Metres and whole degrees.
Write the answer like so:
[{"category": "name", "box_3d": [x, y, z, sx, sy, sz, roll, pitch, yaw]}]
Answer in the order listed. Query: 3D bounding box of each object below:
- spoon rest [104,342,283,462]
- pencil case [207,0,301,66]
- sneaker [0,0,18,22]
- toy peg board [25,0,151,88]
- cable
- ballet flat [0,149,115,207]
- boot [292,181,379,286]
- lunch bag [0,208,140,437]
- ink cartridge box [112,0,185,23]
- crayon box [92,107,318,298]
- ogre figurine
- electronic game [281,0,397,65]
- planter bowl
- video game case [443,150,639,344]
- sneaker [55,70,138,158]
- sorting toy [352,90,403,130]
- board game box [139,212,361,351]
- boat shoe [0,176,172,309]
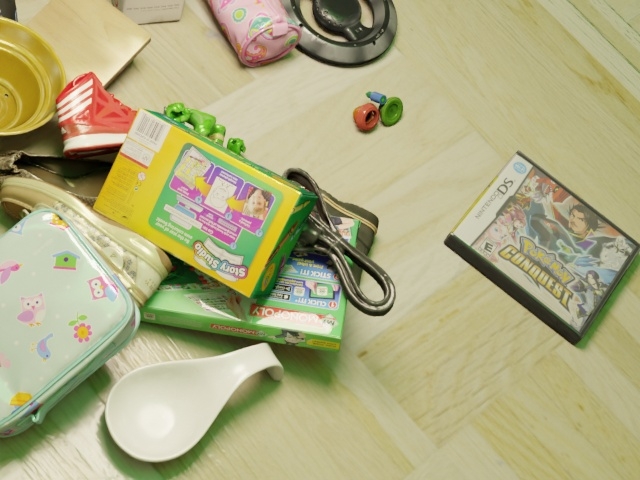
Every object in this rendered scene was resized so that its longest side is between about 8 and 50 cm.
[{"category": "spoon rest", "box_3d": [-0.169, 0.209, 1.643, 0.276, 0.084, 0.137, -24, 70, -31]}, {"category": "pencil case", "box_3d": [-0.139, -0.439, 2.037, 0.124, 0.124, 0.284, -14, 66, -27]}, {"category": "sneaker", "box_3d": [-0.539, -0.420, 1.862, 0.090, 0.081, 0.232, -21, 96, -73]}, {"category": "toy peg board", "box_3d": [-0.384, -0.305, 1.903, 0.161, 0.079, 0.160, 37, 70, 6]}, {"category": "cable", "box_3d": [0.000, 0.000, 1.735, 0.287, 0.072, 0.139, 36, 60, 6]}, {"category": "ballet flat", "box_3d": [-0.371, -0.097, 1.775, 0.250, 0.058, 0.084, 8, 57, -15]}, {"category": "boot", "box_3d": [-0.011, -0.005, 1.845, 0.198, 0.077, 0.137, 17, 61, -7]}, {"category": "lunch bag", "box_3d": [-0.392, 0.117, 1.561, 0.279, 0.108, 0.224, -40, 83, -9]}, {"category": "ink cartridge box", "box_3d": [-0.286, -0.516, 1.938, 0.115, 0.273, 0.198, -10, 63, -23]}, {"category": "crayon box", "box_3d": [-0.166, -0.053, 1.681, 0.278, 0.081, 0.165, 29, 98, 14]}, {"category": "ogre figurine", "box_3d": [-0.179, -0.128, 1.816, 0.097, 0.197, 0.118, 2, 75, 8]}, {"category": "electronic game", "box_3d": [0.029, -0.412, 2.124, 0.229, 0.048, 0.229, 7, 63, -15]}, {"category": "planter bowl", "box_3d": [-0.500, -0.227, 1.785, 0.217, 0.090, 0.217, 12, 57, -19]}, {"category": "video game case", "box_3d": [0.380, 0.006, 2.000, 0.275, 0.035, 0.248, 38, 54, 6]}, {"category": "sneaker", "box_3d": [-0.304, -0.200, 1.801, 0.221, 0.087, 0.128, -12, 87, -51]}, {"category": "sorting toy", "box_3d": [0.093, -0.227, 2.037, 0.102, 0.061, 0.042, -20, 33, -36]}, {"category": "board game box", "box_3d": [-0.112, 0.040, 1.748, 0.317, 0.046, 0.213, 9, 56, 2]}, {"category": "boat shoe", "box_3d": [-0.350, -0.001, 1.681, 0.285, 0.104, 0.089, 26, 69, 17]}]
